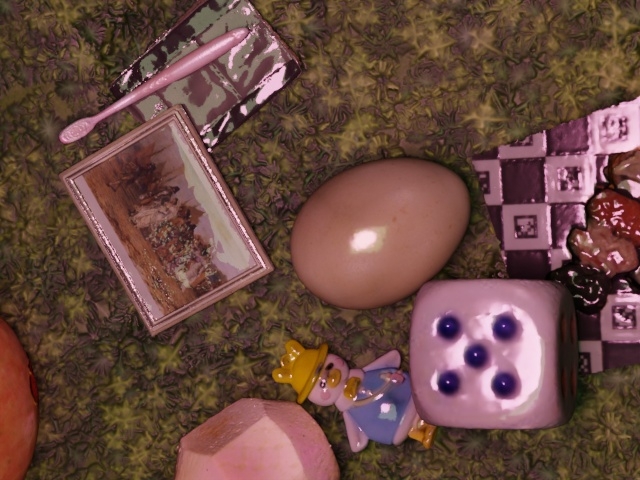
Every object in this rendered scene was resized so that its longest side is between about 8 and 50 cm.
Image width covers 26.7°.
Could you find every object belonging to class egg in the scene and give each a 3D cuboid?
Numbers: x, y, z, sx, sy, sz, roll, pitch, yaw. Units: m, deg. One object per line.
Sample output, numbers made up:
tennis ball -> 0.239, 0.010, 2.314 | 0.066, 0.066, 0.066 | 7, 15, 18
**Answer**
egg -> 0.081, -0.014, 1.788 | 0.254, 0.188, 0.188 | -31, 92, -1

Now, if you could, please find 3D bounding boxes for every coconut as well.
coconut -> -0.094, 0.337, 1.833 | 0.237, 0.237, 0.197 | -47, 61, 9

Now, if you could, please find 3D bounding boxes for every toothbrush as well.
toothbrush -> -0.231, -0.215, 1.866 | 0.307, 0.029, 0.025 | -29, 104, 9

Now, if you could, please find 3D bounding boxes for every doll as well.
doll -> 0.052, 0.211, 1.863 | 0.241, 0.099, 0.135 | 23, 106, 1

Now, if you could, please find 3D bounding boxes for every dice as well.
dice -> 0.225, 0.145, 1.739 | 0.194, 0.193, 0.191 | -2, 86, 18

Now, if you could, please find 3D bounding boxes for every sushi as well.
sushi -> 0.401, -0.004, 1.803 | 0.320, 0.069, 0.339 | -20, 87, 24

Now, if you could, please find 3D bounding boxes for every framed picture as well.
framed picture -> -0.218, -0.026, 1.896 | 0.217, 0.017, 0.274 | -31, 93, 13

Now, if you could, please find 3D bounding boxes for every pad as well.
pad -> -0.158, -0.227, 1.875 | 0.233, 0.022, 0.174 | -42, 90, 11

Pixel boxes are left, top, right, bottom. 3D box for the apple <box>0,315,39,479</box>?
apple -> -0.578, 0.252, 1.814 | 0.392, 0.346, 0.391 | 2, 101, 10
